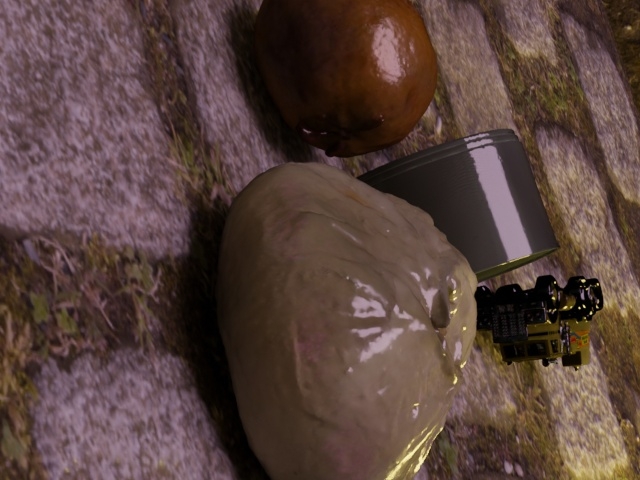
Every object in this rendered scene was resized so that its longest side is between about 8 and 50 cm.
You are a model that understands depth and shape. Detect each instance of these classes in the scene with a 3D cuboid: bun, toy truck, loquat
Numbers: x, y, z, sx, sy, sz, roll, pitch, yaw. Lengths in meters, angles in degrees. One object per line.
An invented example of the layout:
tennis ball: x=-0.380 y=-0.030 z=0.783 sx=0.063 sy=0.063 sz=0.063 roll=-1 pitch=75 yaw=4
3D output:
bun: x=0.038 y=0.085 z=1.803 sx=0.361 sy=0.213 sz=0.361 roll=52 pitch=28 yaw=-42
toy truck: x=0.294 y=0.113 z=2.527 sx=0.257 sy=0.127 sz=0.127 roll=12 pitch=73 yaw=-64
loquat: x=0.030 y=-0.208 z=2.088 sx=0.238 sy=0.193 sz=0.238 roll=-15 pitch=90 yaw=-73

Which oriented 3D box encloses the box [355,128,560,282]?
box: x=0.145 y=-0.021 z=2.139 sx=0.226 sy=0.226 sz=0.149 roll=-3 pitch=73 yaw=-68
